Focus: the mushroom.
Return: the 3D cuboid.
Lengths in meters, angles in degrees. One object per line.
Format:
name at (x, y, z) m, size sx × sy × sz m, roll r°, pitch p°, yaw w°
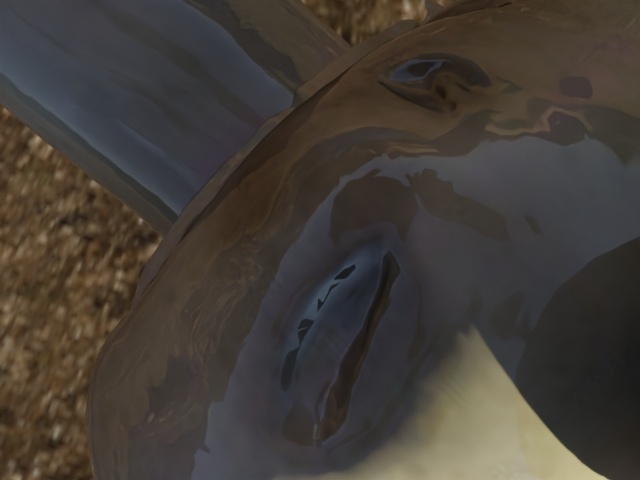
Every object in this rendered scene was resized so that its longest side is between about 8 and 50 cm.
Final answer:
mushroom at (0.020, 0.026, 0.802) m, size 0.353 × 0.353 × 0.325 m, roll 7°, pitch 121°, yaw 0°
